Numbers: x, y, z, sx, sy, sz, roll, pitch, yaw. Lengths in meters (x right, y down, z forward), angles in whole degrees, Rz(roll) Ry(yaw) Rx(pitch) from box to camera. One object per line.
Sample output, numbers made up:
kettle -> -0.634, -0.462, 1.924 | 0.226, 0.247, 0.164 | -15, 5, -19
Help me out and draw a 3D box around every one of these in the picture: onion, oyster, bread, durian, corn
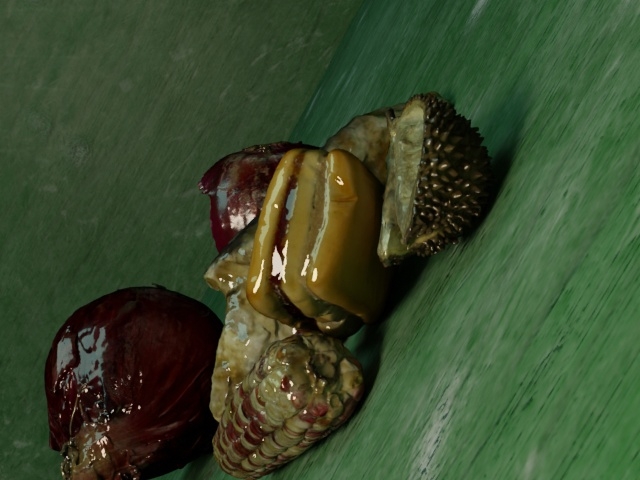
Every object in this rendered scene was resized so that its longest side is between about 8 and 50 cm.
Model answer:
onion -> -0.020, -0.004, 1.204 | 0.135, 0.198, 0.173 | -14, 12, 23
onion -> -0.219, 0.181, 1.435 | 0.281, 0.221, 0.281 | -156, 90, -80
oyster -> -0.004, -0.003, 1.052 | 0.341, 0.110, 0.166 | -49, 13, 0
bread -> 0.010, 0.010, 0.877 | 0.200, 0.077, 0.116 | 42, -124, -71
durian -> 0.076, -0.043, 0.810 | 0.140, 0.071, 0.110 | -97, 26, -49
corn -> -0.032, 0.133, 0.926 | 0.079, 0.079, 0.237 | -67, 5, -31
